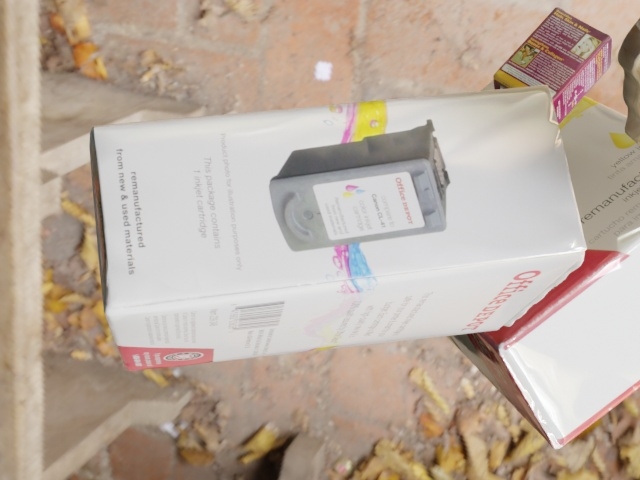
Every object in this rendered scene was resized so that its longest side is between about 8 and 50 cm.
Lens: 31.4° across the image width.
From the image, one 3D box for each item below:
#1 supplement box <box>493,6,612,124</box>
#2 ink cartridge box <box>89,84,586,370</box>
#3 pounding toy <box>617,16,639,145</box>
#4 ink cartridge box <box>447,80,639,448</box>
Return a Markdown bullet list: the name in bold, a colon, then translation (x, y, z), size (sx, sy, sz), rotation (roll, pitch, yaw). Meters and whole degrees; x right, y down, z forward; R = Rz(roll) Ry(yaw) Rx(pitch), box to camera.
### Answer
- **supplement box**: translation (0.183, -0.134, 0.899), size (0.055, 0.083, 0.043), rotation (37, 165, 27)
- **ink cartridge box**: translation (0.000, 0.000, 0.811), size (0.306, 0.226, 0.131), rotation (-7, 74, -9)
- **pounding toy**: translation (0.286, -0.077, 0.672), size (0.154, 0.269, 0.155), rotation (-42, 68, 3)
- **ink cartridge box**: translation (0.230, -0.006, 1.215), size (0.279, 0.384, 0.160), rotation (-38, 122, -3)
